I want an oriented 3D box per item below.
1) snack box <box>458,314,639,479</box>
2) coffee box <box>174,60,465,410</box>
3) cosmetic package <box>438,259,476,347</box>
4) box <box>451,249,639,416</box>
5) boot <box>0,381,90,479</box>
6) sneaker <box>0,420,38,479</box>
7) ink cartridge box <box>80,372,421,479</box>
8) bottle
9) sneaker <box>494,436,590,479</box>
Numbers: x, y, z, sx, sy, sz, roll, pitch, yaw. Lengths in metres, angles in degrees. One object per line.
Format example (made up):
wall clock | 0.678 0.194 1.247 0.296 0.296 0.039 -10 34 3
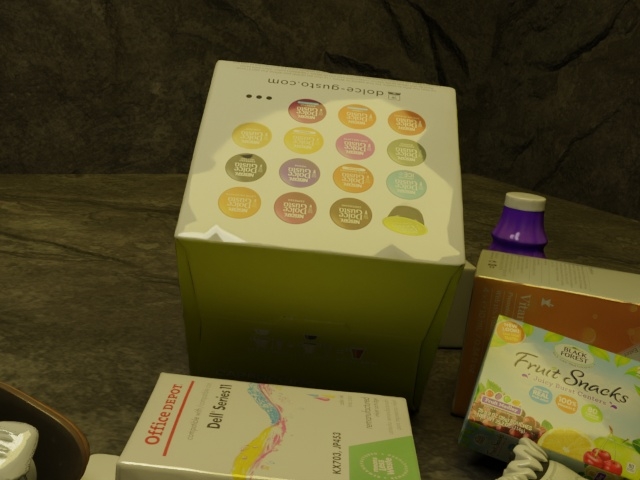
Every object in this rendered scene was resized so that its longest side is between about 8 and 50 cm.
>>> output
snack box | 0.296 0.206 1.032 0.207 0.070 0.174 20 49 11
coffee box | 0.000 0.000 1.151 0.338 0.338 0.334 6 49 0
cosmetic package | 0.156 0.093 1.461 0.184 0.151 0.151 3 16 -14
box | 0.381 0.158 1.180 0.346 0.214 0.168 9 15 13
boot | -0.362 0.198 0.923 0.306 0.112 0.115 10 3 26
sneaker | -0.243 0.248 0.604 0.366 0.137 0.210 13 30 24
ink cartridge box | -0.085 0.237 0.847 0.354 0.119 0.207 6 15 -1
bottle | 0.326 0.062 1.396 0.092 0.282 0.118 -5 16 -38
sneaker | 0.218 0.291 0.822 0.118 0.110 0.292 22 19 21
